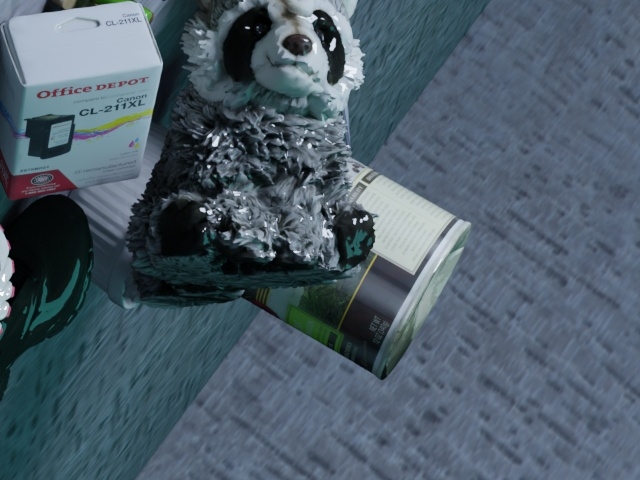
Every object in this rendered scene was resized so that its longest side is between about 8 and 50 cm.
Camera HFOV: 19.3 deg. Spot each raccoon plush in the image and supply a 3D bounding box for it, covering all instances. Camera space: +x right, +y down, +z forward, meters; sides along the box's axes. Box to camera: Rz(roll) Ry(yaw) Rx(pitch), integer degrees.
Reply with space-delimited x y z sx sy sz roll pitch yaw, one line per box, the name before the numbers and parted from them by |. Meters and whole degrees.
raccoon plush | -0.111 -0.107 1.831 0.446 0.216 0.299 -12 -107 54

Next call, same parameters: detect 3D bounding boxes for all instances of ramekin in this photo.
ramekin | -0.205 -0.036 2.109 0.207 0.109 0.207 -56 172 -12

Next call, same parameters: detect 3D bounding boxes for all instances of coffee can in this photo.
coffee can | 0.000 0.000 2.084 0.201 0.275 0.201 -58 171 -15

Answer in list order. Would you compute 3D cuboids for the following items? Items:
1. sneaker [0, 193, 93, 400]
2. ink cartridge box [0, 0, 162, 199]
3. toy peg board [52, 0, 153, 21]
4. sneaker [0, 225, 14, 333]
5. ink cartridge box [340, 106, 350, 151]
sneaker | -0.327 0.078 1.877 0.286 0.109 0.130 -59 165 -2
ink cartridge box | -0.218 -0.121 1.656 0.127 0.072 0.175 -11 151 -19
toy peg board | -0.151 -0.254 1.715 0.161 0.079 0.160 -57 171 2
sneaker | -0.373 0.093 1.642 0.299 0.121 0.112 -62 143 -20
ink cartridge box | -0.006 -0.265 2.020 0.303 0.072 0.307 72 18 -81
